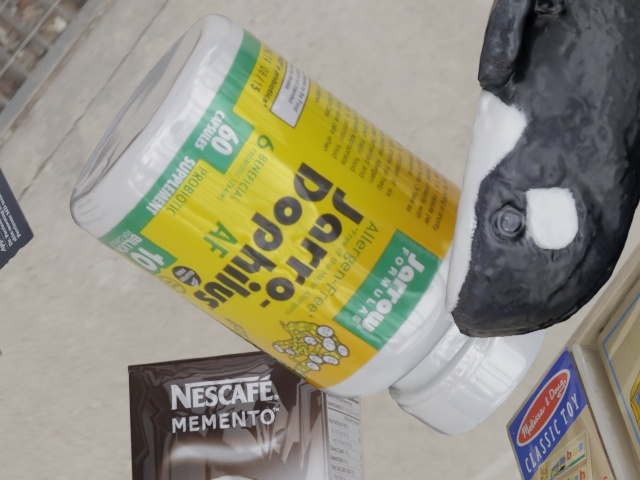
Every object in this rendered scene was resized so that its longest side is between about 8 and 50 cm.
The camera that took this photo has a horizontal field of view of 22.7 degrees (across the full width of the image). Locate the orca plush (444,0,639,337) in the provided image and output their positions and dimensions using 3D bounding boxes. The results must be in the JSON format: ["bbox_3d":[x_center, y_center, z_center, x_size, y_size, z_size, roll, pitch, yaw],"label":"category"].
[{"bbox_3d":[0.132,-0.088,0.663,0.102,0.151,0.287,11,54,12],"label":"orca plush"}]

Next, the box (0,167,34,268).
[{"bbox_3d":[-0.503,-0.047,1.614,0.312,0.179,0.343,-56,135,-45],"label":"box"}]

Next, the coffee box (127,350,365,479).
[{"bbox_3d":[-0.053,0.243,1.269,0.168,0.119,0.297,-8,76,15],"label":"coffee box"}]

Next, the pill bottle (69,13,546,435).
[{"bbox_3d":[0.000,0.000,0.738,0.208,0.117,0.117,36,70,-15],"label":"pill bottle"}]

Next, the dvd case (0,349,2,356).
[{"bbox_3d":[-0.416,0.128,1.423,0.239,0.179,0.029,-30,71,-6],"label":"dvd case"}]

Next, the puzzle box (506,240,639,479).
[{"bbox_3d":[0.229,0.084,0.789,0.052,0.409,0.272,7,45,-21],"label":"puzzle box"}]
